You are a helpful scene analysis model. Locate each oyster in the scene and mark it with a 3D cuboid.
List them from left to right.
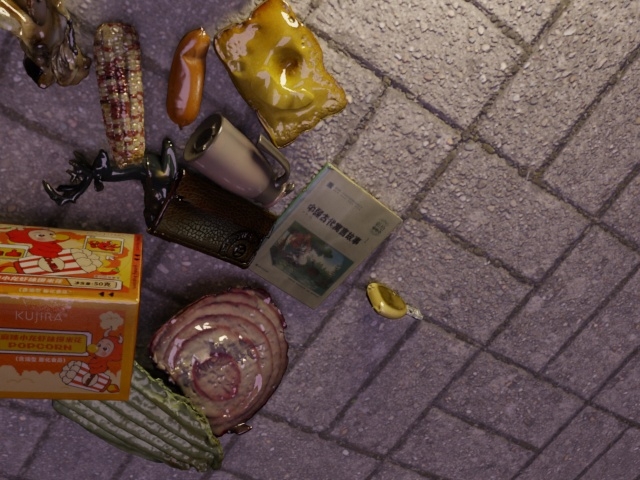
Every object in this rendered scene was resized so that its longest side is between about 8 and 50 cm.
[{"bbox_3d":[-0.435,-0.386,1.004,0.197,0.133,0.337,-19,124,-2],"label":"oyster"}]

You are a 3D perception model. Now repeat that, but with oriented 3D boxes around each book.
[{"bbox_3d":[0.000,0.000,1.382,0.214,0.025,0.283,33,109,-25],"label":"book"}]

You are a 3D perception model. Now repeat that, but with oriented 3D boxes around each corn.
[{"bbox_3d":[-0.330,-0.241,1.118,0.079,0.079,0.237,-6,105,-9],"label":"corn"}]

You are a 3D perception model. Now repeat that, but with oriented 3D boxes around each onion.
[{"bbox_3d":[-0.207,0.233,1.409,0.280,0.146,0.314,-38,117,-22],"label":"onion"}]

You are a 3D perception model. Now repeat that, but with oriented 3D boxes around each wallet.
[{"bbox_3d":[-0.196,-0.031,1.259,0.243,0.039,0.133,26,97,-47],"label":"wallet"}]

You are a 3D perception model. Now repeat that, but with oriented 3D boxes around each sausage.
[{"bbox_3d":[-0.231,-0.280,1.156,0.062,0.054,0.183,-13,125,-44],"label":"sausage"}]

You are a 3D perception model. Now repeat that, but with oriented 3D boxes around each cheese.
[{"bbox_3d":[0.171,0.147,1.478,0.162,0.086,0.036,25,118,-39],"label":"cheese"}]

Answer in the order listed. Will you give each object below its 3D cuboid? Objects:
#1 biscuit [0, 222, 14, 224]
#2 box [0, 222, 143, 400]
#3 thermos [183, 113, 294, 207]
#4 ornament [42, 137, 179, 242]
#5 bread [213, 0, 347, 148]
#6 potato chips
[{"bbox_3d":[-0.701,0.117,1.265,0.385,0.062,0.365,-9,119,-8],"label":"biscuit"},{"bbox_3d":[-0.454,0.111,1.140,0.283,0.259,0.214,4,113,-15],"label":"box"},{"bbox_3d":[-0.133,-0.138,1.221,0.137,0.105,0.193,-27,130,33],"label":"thermos"},{"bbox_3d":[-0.373,-0.078,1.224,0.236,0.080,0.202,-8,117,-12],"label":"ornament"},{"bbox_3d":[-0.071,-0.295,1.168,0.160,0.088,0.233,-32,118,0],"label":"bread"},{"bbox_3d":[-0.393,0.355,1.382,0.429,0.070,0.358,39,137,-16],"label":"potato chips"}]
